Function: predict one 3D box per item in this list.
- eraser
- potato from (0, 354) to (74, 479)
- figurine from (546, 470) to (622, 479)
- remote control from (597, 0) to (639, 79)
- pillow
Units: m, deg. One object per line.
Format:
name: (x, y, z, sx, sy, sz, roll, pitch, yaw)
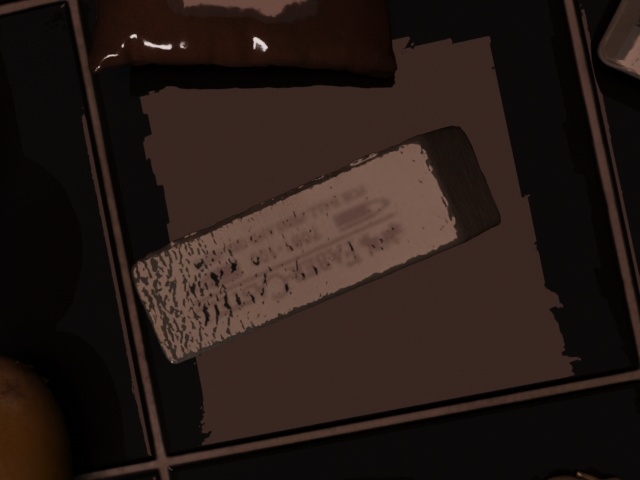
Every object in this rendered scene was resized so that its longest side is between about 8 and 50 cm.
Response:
eraser: (0.000, 0.000, 0.673, 0.352, 0.077, 0.112, -23, 87, 3)
potato: (-0.312, 0.223, 0.663, 0.150, 0.146, 0.234, 5, 107, 47)
figurine: (0.261, 0.253, 0.668, 0.083, 0.050, 0.047, -8, 94, 4)
remote control: (0.423, -0.155, 0.662, 0.312, 0.055, 0.110, 25, 97, -1)
pillow: (-0.070, -0.310, 0.667, 0.305, 0.108, 0.308, 2, 92, -1)
